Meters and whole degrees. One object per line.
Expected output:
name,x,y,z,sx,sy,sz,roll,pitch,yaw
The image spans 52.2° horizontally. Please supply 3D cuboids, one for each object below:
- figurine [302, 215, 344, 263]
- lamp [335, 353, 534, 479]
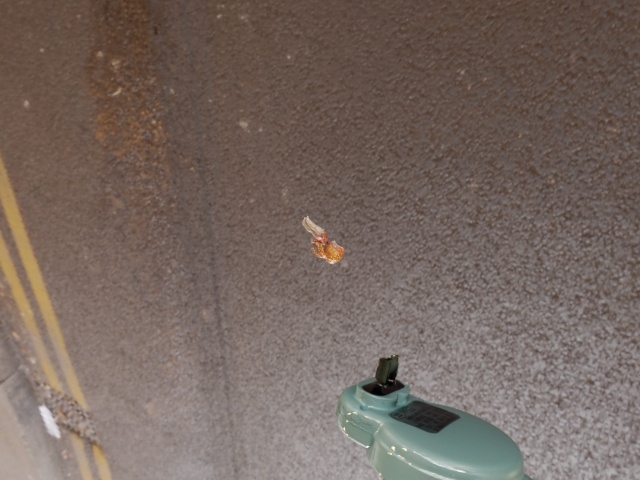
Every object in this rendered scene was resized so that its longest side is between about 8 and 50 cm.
figurine,0.000,0.000,1.299,0.109,0.047,0.064,49,151,1
lamp,0.147,0.285,0.904,0.284,0.209,0.147,40,109,27
